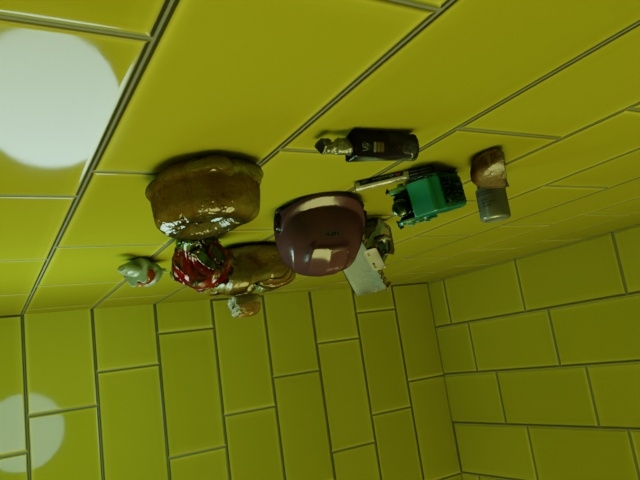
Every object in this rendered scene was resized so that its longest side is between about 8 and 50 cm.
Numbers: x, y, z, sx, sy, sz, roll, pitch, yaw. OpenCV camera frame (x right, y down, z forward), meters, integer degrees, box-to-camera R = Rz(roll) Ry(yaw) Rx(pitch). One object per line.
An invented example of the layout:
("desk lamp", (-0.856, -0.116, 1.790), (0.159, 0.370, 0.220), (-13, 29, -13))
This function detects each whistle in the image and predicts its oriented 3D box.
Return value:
("whistle", (-0.621, 0.110, 2.053), (0.102, 0.105, 0.253), (-50, 165, -1))

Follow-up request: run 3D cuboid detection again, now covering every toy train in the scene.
("toy train", (0.275, -0.108, 1.508), (0.163, 0.112, 0.203), (-18, 178, 38))

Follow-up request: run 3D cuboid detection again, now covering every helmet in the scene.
("helmet", (0.000, 0.000, 1.700), (0.270, 0.197, 0.338), (-2, 169, -16))

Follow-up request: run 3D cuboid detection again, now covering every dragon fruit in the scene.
("dragon fruit", (-0.350, 0.057, 1.807), (0.200, 0.199, 0.269), (6, 151, -16))

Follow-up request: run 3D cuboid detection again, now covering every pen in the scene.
("pen", (0.182, -0.156, 1.475), (0.204, 0.025, 0.025), (-13, 168, 17))

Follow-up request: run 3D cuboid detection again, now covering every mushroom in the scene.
("mushroom", (0.421, -0.167, 1.470), (0.094, 0.072, 0.210), (-2, 171, 16))

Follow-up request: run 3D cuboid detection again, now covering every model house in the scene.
("model house", (0.158, 0.019, 1.957), (0.178, 0.271, 0.206), (-19, -160, 32))

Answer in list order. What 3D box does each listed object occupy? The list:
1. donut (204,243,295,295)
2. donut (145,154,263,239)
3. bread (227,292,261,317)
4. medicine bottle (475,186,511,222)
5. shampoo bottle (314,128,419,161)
("donut", (-0.269, 0.117, 2.163), (0.360, 0.170, 0.360), (-10, 170, -2))
("donut", (-0.248, -0.086, 1.245), (0.208, 0.128, 0.261), (2, 164, -40))
("bread", (-0.267, 0.233, 2.095), (0.106, 0.082, 0.125), (0, 168, -21))
("medicine bottle", (0.460, -0.118, 1.592), (0.080, 0.131, 0.080), (-7, 168, -2))
("shampoo bottle", (0.093, -0.185, 1.174), (0.207, 0.057, 0.063), (-2, 175, -22))
